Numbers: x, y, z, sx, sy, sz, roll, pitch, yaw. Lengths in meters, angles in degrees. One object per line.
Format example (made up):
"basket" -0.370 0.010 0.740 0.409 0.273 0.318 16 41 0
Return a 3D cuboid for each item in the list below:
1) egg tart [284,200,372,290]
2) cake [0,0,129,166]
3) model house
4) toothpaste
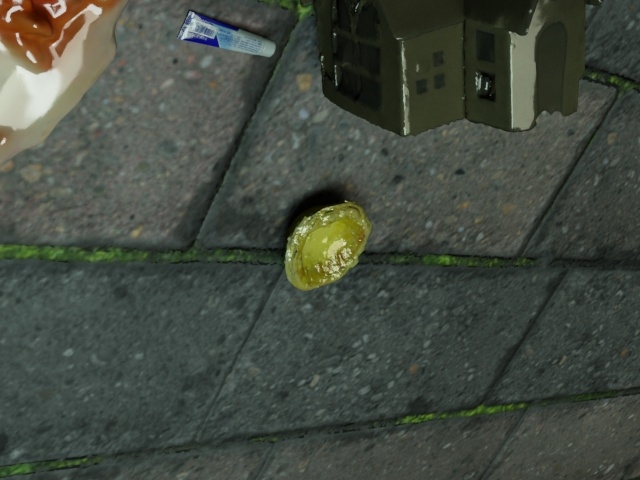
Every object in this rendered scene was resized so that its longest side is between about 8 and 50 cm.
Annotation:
"egg tart" 0.000 0.000 1.047 0.105 0.039 0.105 -25 140 -24
"cake" -0.249 -0.173 0.493 0.237 0.230 0.309 -46 145 7
"model house" 0.114 -0.223 0.830 0.211 0.204 0.243 -21 121 -28
"toothpaste" -0.071 -0.158 0.849 0.083 0.015 0.024 6 122 -40
